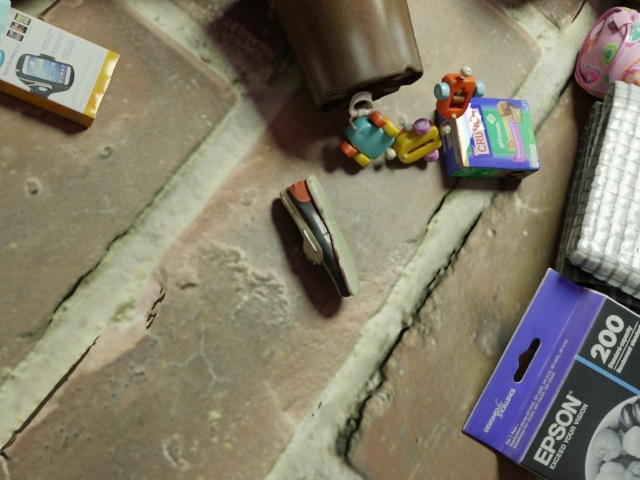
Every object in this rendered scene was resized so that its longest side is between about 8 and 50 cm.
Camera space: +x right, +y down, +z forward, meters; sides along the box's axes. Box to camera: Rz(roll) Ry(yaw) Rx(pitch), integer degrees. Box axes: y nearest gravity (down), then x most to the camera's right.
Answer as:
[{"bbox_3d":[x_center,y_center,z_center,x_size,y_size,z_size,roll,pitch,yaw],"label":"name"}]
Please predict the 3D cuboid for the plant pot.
[{"bbox_3d":[0.031,-0.238,1.128,0.167,0.167,0.165,-18,87,-28],"label":"plant pot"}]

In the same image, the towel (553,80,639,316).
[{"bbox_3d":[0.407,-0.026,1.215,0.235,0.121,0.284,22,63,-2],"label":"towel"}]

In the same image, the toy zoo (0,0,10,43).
[{"bbox_3d":[-0.389,-0.300,0.962,0.192,0.030,0.293,-35,88,14],"label":"toy zoo"}]

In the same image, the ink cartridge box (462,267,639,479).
[{"bbox_3d":[0.291,0.167,1.120,0.208,0.045,0.206,29,86,-11],"label":"ink cartridge box"}]

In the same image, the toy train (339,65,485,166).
[{"bbox_3d":[0.094,-0.143,1.149,0.166,0.125,0.046,-9,44,-22],"label":"toy train"}]

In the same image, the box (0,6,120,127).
[{"bbox_3d":[-0.280,-0.177,1.038,0.136,0.028,0.081,22,65,-13],"label":"box"}]

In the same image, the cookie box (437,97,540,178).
[{"bbox_3d":[0.198,-0.121,1.220,0.107,0.040,0.092,0,73,-23],"label":"cookie box"}]

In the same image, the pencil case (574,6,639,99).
[{"bbox_3d":[0.469,-0.194,1.319,0.284,0.124,0.124,22,65,-14],"label":"pencil case"}]

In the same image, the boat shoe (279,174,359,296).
[{"bbox_3d":[0.000,0.000,1.091,0.043,0.049,0.137,-25,84,14],"label":"boat shoe"}]
